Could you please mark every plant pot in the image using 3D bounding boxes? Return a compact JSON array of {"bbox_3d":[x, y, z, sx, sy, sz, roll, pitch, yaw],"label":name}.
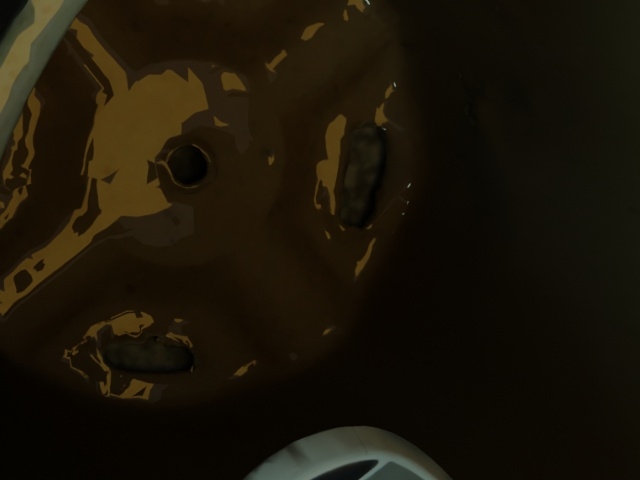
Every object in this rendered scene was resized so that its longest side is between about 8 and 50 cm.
[{"bbox_3d":[0.000,0.000,0.627,0.334,0.305,0.333,-5,104,-22],"label":"plant pot"}]

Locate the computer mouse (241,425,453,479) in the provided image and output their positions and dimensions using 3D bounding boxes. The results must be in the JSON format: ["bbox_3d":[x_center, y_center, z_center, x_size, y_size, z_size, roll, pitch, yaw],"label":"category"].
[{"bbox_3d":[0.030,0.113,0.475,0.106,0.042,0.193,-36,119,-7],"label":"computer mouse"}]
